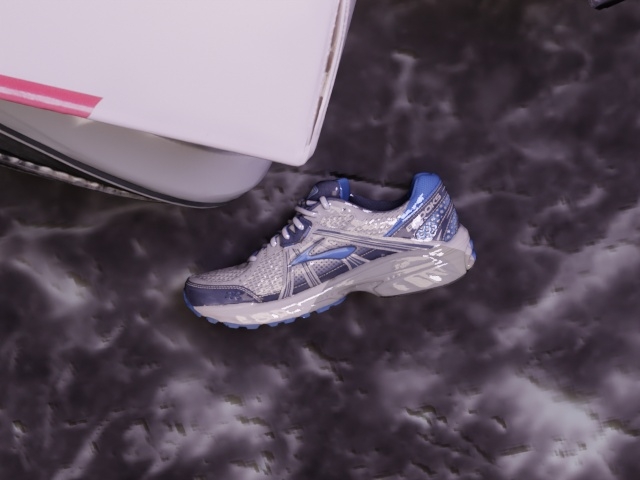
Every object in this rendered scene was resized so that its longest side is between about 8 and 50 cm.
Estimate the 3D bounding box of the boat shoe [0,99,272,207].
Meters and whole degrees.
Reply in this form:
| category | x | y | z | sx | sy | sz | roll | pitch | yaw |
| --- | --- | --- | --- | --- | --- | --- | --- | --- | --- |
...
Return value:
| category | x | y | z | sx | sy | sz | roll | pitch | yaw |
| --- | --- | --- | --- | --- | --- | --- | --- | --- | --- |
| boat shoe | -0.178 | -0.085 | 0.769 | 0.335 | 0.121 | 0.119 | 26 | 124 | 6 |

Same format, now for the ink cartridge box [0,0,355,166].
| category | x | y | z | sx | sy | sz | roll | pitch | yaw |
| --- | --- | --- | --- | --- | --- | --- | --- | --- | --- |
| ink cartridge box | -0.059 | -0.124 | 0.666 | 0.158 | 0.218 | 0.092 | 13 | 115 | 0 |

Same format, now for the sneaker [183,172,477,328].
| category | x | y | z | sx | sy | sz | roll | pitch | yaw |
| --- | --- | --- | --- | --- | --- | --- | --- | --- | --- |
| sneaker | 0.000 | 0.000 | 0.819 | 0.135 | 0.052 | 0.058 | -14 | 103 | 4 |

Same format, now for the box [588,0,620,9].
| category | x | y | z | sx | sy | sz | roll | pitch | yaw |
| --- | --- | --- | --- | --- | --- | --- | --- | --- | --- |
| box | 0.131 | -0.270 | 0.604 | 0.242 | 0.076 | 0.307 | -28 | 91 | 15 |
